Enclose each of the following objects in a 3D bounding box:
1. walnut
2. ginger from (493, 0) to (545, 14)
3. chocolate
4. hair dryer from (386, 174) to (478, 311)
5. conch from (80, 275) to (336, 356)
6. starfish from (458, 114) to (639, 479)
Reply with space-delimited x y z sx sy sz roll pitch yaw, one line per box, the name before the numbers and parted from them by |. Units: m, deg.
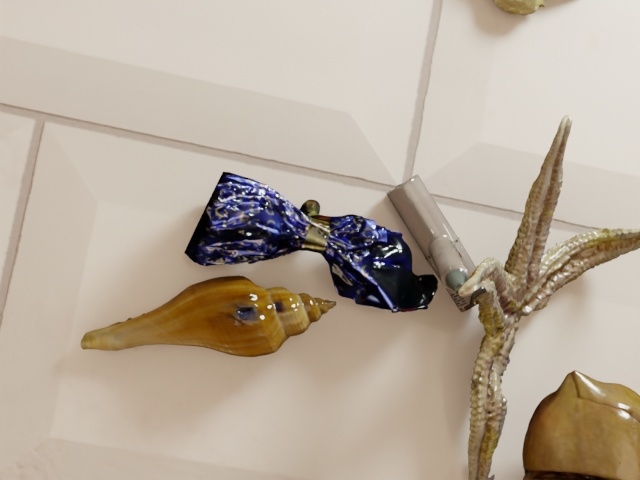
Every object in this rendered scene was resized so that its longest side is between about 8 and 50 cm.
walnut | 0.360 0.303 1.293 0.203 0.203 0.298 -24 100 -11
ginger | 0.313 -0.400 1.417 0.214 0.059 0.133 -24 94 -9
chocolate | 0.003 0.003 1.308 0.343 0.126 0.148 16 42 -12
hair dryer | 0.148 0.011 1.280 0.053 0.220 0.195 -32 90 11
conch | -0.142 0.101 1.281 0.330 0.093 0.109 -6 84 -11
starfish | 0.280 0.079 1.294 0.398 0.384 0.132 -42 54 -16
